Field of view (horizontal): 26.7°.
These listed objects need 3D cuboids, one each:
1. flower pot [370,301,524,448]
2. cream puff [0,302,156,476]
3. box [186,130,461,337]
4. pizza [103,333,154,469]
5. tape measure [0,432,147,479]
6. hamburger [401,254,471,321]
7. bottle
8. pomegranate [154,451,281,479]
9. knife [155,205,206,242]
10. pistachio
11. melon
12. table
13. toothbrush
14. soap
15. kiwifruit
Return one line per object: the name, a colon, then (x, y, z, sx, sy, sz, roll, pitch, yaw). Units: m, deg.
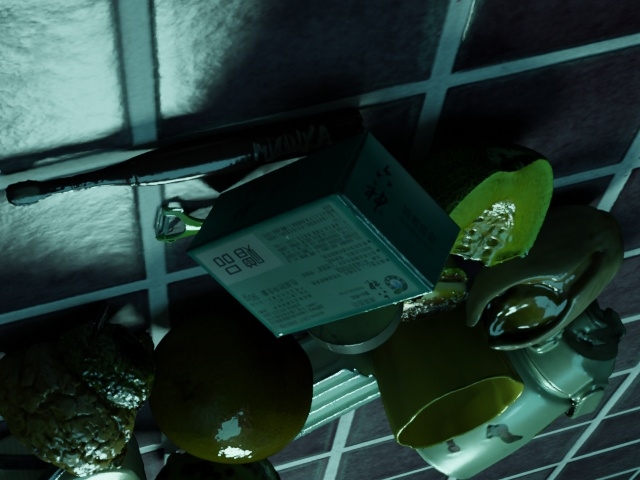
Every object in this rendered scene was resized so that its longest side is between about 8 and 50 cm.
flower pot: (0.160, 0.170, 1.884, 0.195, 0.179, 0.195, -19, 151, -11)
cream puff: (-0.281, 0.165, 1.619, 0.169, 0.183, 0.183, -46, 149, 13)
box: (0.000, 0.000, 1.373, 0.245, 0.092, 0.153, -19, 123, 45)
pizza: (-0.271, 0.195, 1.749, 0.069, 0.154, 0.194, 15, 116, -21)
tape measure: (-0.398, 0.352, 1.944, 0.271, 0.133, 0.231, -16, 156, 0)
hamburger: (0.132, 0.062, 1.766, 0.126, 0.081, 0.141, 4, 148, -41)
bottle: (0.302, 0.190, 2.026, 0.351, 0.229, 0.229, -38, 150, 30)
pomegranate: (-0.164, 0.400, 2.074, 0.242, 0.306, 0.242, -6, 127, -8)
knife: (-0.100, -0.025, 1.491, 0.166, 0.022, 0.078, -9, 159, -18)
pistachio: (0.291, 0.043, 1.760, 0.238, 0.138, 0.153, -43, -169, -3)
melon: (0.149, -0.050, 1.507, 0.265, 0.129, 0.169, -15, 138, -46)
table: (0.036, 0.071, 1.653, 0.133, 0.133, 0.043, -20, 157, 2)
toothbrush: (-0.128, -0.079, 1.331, 0.364, 0.041, 0.041, -13, 155, -14)
soap: (-0.036, 0.217, 1.974, 0.261, 0.094, 0.150, -30, 149, 25)
kiwifruit: (-0.108, 0.186, 1.725, 0.196, 0.196, 0.234, -33, 159, 29)
